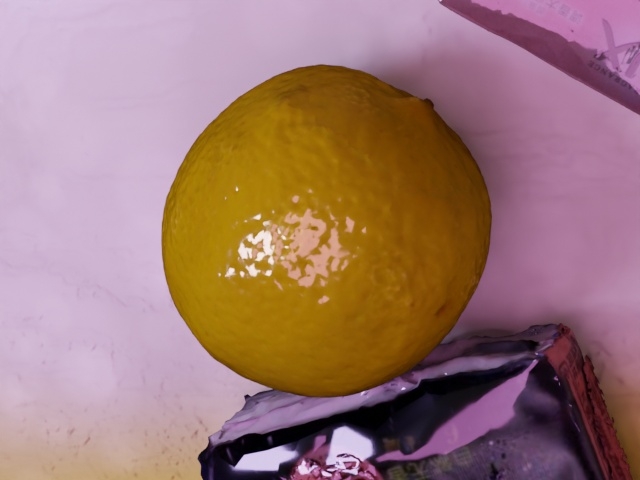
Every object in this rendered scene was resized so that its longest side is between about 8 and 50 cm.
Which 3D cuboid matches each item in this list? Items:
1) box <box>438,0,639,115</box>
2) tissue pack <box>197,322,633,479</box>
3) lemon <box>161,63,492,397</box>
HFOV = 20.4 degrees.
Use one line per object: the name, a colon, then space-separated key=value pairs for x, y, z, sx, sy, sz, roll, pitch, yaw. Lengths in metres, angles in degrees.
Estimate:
box: x=0.143 y=-0.124 z=0.942 sx=0.156 sy=0.111 sz=0.060 roll=29 pitch=113 yaw=4
tissue pack: x=0.094 y=0.227 z=1.068 sx=0.245 sy=0.123 sz=0.332 roll=-17 pitch=103 yaw=24
lemon: x=0.000 y=0.000 z=0.991 sx=0.178 sy=0.178 sz=0.203 roll=37 pitch=116 yaw=2
